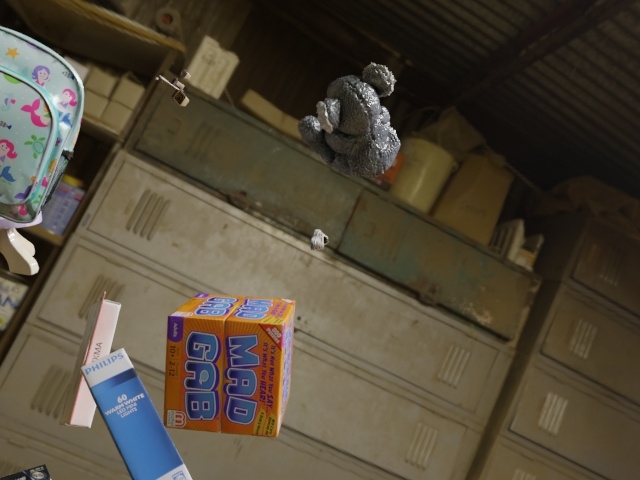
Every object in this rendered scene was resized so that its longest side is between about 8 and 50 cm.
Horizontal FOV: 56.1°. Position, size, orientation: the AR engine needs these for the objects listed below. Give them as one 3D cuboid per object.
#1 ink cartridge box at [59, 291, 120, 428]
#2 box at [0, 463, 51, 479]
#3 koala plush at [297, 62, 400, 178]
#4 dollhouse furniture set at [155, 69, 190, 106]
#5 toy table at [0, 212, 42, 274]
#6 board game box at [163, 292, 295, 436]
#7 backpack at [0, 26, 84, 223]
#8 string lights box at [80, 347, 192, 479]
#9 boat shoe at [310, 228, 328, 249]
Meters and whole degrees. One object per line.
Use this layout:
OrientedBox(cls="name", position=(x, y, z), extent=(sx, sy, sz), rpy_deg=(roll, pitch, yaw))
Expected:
OrientedBox(cls="ink cartridge box", position=(-0.492, 0.263, 1.302), extent=(0.060, 0.275, 0.239), rpy_deg=(17, -22, -24))
OrientedBox(cls="box", position=(-0.839, 0.748, 1.692), extent=(0.147, 0.180, 0.077), rpy_deg=(-7, 20, -35))
OrientedBox(cls="koala plush", position=(0.071, -0.250, 1.206), extent=(0.203, 0.196, 0.221), rpy_deg=(54, -9, 21))
OrientedBox(cls="dollhouse furniture set", position=(-0.408, -0.438, 1.685), extent=(0.081, 0.091, 0.114), rpy_deg=(30, 13, -42))
OrientedBox(cls="toy table", position=(-0.846, -0.003, 1.552), extent=(0.274, 0.161, 0.252), rpy_deg=(11, 18, 27))
OrientedBox(cls="board game box", position=(-0.285, 0.392, 1.980), extent=(0.356, 0.356, 0.356), rpy_deg=(4, 6, 3))
OrientedBox(cls="backpack", position=(-0.463, -0.173, 0.856), extent=(0.225, 0.253, 0.191), rpy_deg=(26, -7, -22))
OrientedBox(cls="string lights box", position=(-0.289, 0.317, 0.964), extent=(0.259, 0.077, 0.133), rpy_deg=(50, -29, 29))
OrientedBox(cls="boat shoe", position=(0.000, 0.000, 1.325), extent=(0.035, 0.035, 0.100), rpy_deg=(8, 14, 4))
